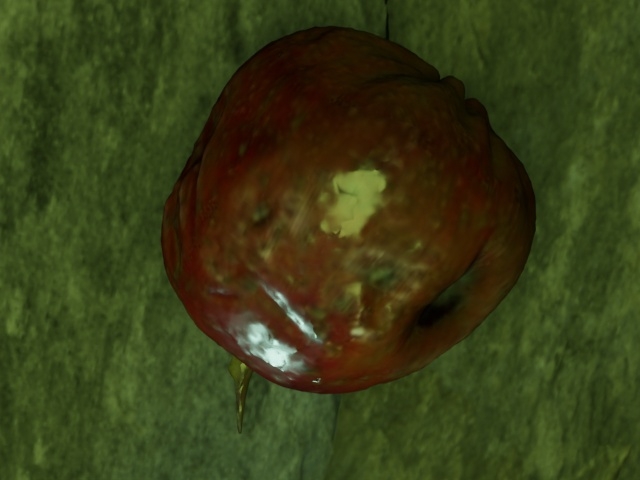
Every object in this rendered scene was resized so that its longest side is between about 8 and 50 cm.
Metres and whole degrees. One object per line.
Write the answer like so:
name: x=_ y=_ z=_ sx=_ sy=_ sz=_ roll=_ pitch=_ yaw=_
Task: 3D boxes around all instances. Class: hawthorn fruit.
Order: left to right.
hawthorn fruit: x=0.014 y=-0.019 z=0.781 sx=0.262 sy=0.258 sz=0.258 roll=-21 pitch=105 yaw=20
